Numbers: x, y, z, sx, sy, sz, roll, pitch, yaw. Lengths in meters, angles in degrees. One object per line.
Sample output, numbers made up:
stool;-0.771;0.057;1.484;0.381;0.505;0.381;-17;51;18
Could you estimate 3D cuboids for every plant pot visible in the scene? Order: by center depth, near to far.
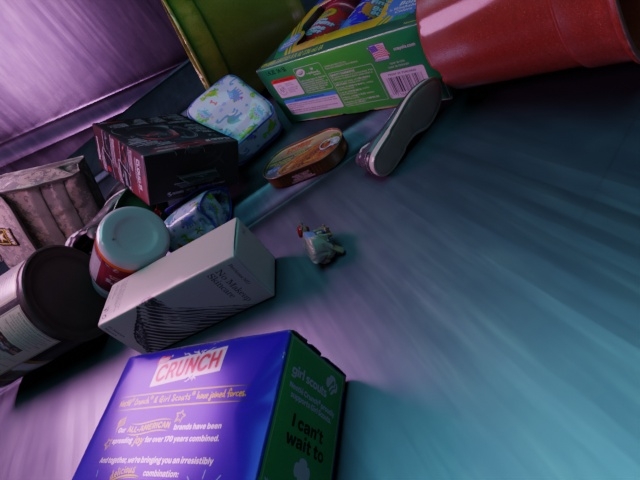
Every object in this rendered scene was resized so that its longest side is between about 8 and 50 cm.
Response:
plant pot;0.303;-0.352;0.602;0.264;0.272;0.273;1;51;52
plant pot;-0.223;-0.608;1.262;0.352;0.367;0.366;-28;36;-6

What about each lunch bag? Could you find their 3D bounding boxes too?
lunch bag;-0.259;-0.050;0.885;0.128;0.096;0.151;-28;23;18
lunch bag;-0.219;-0.302;1.053;0.176;0.090;0.219;-44;64;-7
lunch bag;-0.709;-0.059;1.072;0.286;0.236;0.169;-18;33;-14

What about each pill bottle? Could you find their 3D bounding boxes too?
pill bottle;-0.373;0.036;0.804;0.221;0.121;0.121;-40;25;49

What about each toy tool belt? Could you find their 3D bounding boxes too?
toy tool belt;0.000;0.000;0.650;0.051;0.052;0.083;-12;37;-16

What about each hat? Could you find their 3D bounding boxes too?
hat;-0.366;-0.036;0.993;0.183;0.173;0.209;24;58;12

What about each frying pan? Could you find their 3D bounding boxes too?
frying pan;-0.548;-0.166;1.279;0.325;0.053;0.197;10;58;43

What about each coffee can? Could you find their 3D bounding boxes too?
coffee can;-0.594;0.158;0.849;0.275;0.202;0.202;-27;38;15

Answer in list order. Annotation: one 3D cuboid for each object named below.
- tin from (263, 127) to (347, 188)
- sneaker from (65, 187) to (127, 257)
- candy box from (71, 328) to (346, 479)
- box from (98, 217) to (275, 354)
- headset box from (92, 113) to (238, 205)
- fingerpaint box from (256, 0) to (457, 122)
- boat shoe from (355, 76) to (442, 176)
tin;-0.032;-0.167;0.856;0.189;0.040;0.106;-17;46;27
sneaker;-0.510;-0.030;1.000;0.234;0.078;0.106;-44;31;-4
candy box;-0.133;0.267;0.413;0.267;0.122;0.318;-16;43;29
box;-0.215;0.082;0.687;0.274;0.113;0.094;-27;38;17
headset box;-0.337;-0.189;0.937;0.218;0.110;0.293;-23;40;-40
fingerpaint box;0.130;-0.463;0.921;0.444;0.163;0.371;9;58;45
boat shoe;0.133;-0.201;0.719;0.206;0.075;0.064;-54;38;-10
